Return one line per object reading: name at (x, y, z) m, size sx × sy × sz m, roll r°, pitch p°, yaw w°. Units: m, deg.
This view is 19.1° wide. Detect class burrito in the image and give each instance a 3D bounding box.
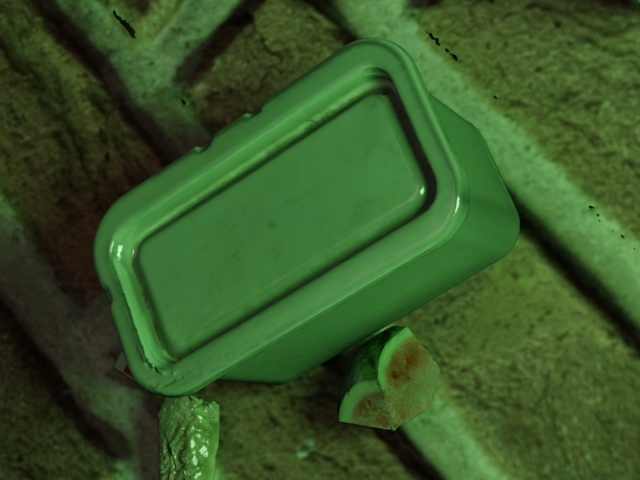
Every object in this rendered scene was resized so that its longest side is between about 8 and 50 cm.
burrito at (-0.114, 0.211, 1.604) m, size 0.051 × 0.042 × 0.171 m, roll 3°, pitch 83°, yaw 21°

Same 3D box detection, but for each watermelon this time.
watermelon at (0.050, 0.117, 1.518) m, size 0.072 × 0.084 × 0.092 m, roll 53°, pitch 147°, yaw 6°

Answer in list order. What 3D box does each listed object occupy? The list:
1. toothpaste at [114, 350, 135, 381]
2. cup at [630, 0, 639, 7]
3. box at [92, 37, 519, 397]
toothpaste at (-0.110, 0.036, 1.639) m, size 0.047 × 0.040 × 0.196 m, roll 30°, pitch 97°, yaw 33°
cup at (0.234, -0.309, 1.425) m, size 0.255 × 0.173 × 0.202 m, roll 43°, pitch 101°, yaw 29°
box at (0.000, 0.000, 1.497) m, size 0.312 × 0.182 × 0.175 m, roll -31°, pitch 65°, yaw 21°
